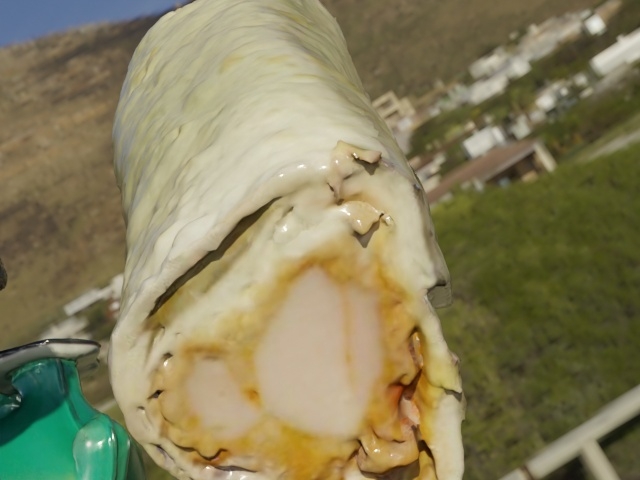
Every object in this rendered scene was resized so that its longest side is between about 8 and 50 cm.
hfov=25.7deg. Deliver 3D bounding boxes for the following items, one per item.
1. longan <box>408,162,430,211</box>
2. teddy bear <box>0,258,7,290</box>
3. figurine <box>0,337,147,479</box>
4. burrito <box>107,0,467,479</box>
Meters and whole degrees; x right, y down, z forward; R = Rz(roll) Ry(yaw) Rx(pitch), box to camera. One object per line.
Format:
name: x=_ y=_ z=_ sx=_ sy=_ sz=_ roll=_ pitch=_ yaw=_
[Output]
longan: x=0.000 y=0.000 z=1.078 sx=0.167 sy=0.167 sz=0.187 roll=-27 pitch=-16 yaw=-26
teddy bear: x=-0.445 y=-0.007 z=1.513 sx=0.140 sy=0.190 sz=0.177 roll=-34 pitch=-15 yaw=-10
figurine: x=-0.280 y=0.292 z=1.476 sx=0.231 sy=0.340 sz=0.323 roll=0 pitch=-23 yaw=-38
burrito: x=-0.017 y=-0.010 z=0.512 sx=0.105 sy=0.143 sz=0.299 roll=-25 pitch=19 yaw=3
